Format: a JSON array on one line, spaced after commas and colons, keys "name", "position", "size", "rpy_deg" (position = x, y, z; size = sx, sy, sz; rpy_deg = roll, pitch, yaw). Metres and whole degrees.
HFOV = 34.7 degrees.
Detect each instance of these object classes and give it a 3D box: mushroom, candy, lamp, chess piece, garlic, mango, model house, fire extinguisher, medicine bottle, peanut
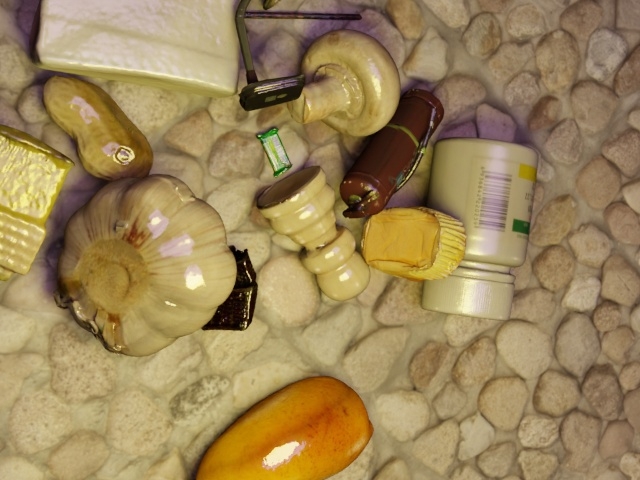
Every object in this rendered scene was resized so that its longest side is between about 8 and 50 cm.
[{"name": "mushroom", "position": [0.042, -0.296, 1.906], "size": [0.209, 0.206, 0.206], "rpy_deg": [4, 90, -55]}, {"name": "candy", "position": [-0.317, -0.374, 1.796], "size": [0.358, 0.145, 0.208], "rpy_deg": [5, 88, -22]}, {"name": "lamp", "position": [-0.094, -0.363, 1.833], "size": [0.124, 0.203, 0.283], "rpy_deg": [2, 79, -7]}, {"name": "chess piece", "position": [0.000, 0.000, 1.947], "size": [0.142, 0.142, 0.261], "rpy_deg": [-37, 111, -17]}, {"name": "garlic", "position": [-0.297, 0.035, 1.751], "size": [0.321, 0.241, 0.322], "rpy_deg": [-1, 108, -3]}, {"name": "mango", "position": [-0.074, 0.373, 1.888], "size": [0.350, 0.199, 0.201], "rpy_deg": [-22, 59, -28]}, {"name": "model house", "position": [-0.538, -0.063, 1.697], "size": [0.193, 0.174, 0.234], "rpy_deg": [22, 80, -21]}, {"name": "fire extinguisher", "position": [0.132, -0.151, 1.930], "size": [0.105, 0.141, 0.341], "rpy_deg": [39, 56, -7]}, {"name": "medicine bottle", "position": [0.306, -0.021, 2.016], "size": [0.208, 0.208, 0.340], "rpy_deg": [8, 89, -22]}, {"name": "peanut", "position": [-0.391, -0.191, 1.789], "size": [0.120, 0.110, 0.236], "rpy_deg": [-44, 104, -5]}, {"name": "model house", "position": [-0.167, 0.093, 1.865], "size": [0.106, 0.152, 0.165], "rpy_deg": [6, 91, -28]}]

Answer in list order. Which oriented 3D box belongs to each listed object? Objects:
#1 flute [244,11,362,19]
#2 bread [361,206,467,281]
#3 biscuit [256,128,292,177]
[{"name": "flute", "position": [-0.045, -0.432, 1.972], "size": [0.269, 0.014, 0.014], "rpy_deg": [-4, 93, -22]}, {"name": "bread", "position": [0.177, 0.007, 1.912], "size": [0.114, 0.190, 0.132], "rpy_deg": [18, 81, -42]}, {"name": "biscuit", "position": [-0.086, -0.169, 1.960], "size": [0.046, 0.016, 0.089], "rpy_deg": [-27, 100, -17]}]
